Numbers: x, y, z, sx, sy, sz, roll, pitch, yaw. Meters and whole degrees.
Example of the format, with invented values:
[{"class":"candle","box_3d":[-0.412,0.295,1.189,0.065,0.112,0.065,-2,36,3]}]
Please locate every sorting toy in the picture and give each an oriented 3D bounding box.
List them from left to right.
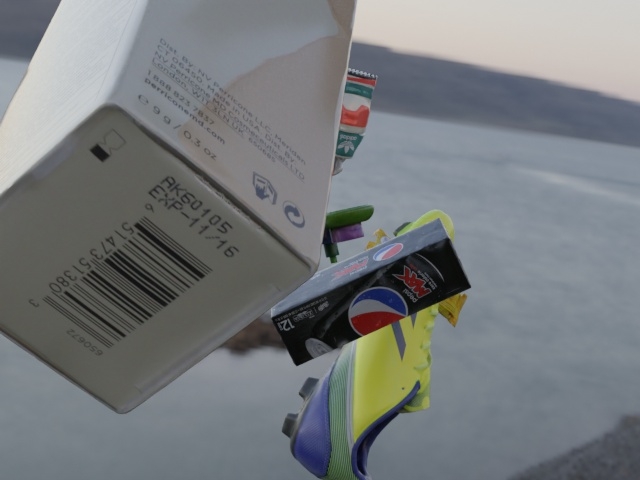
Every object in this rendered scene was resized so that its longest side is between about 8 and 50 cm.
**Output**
[{"class":"sorting toy","box_3d":[0.000,0.000,1.082,0.102,0.042,0.061,-12,1,21]}]

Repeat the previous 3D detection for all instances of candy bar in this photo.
[{"class":"candy bar","box_3d":[0.108,0.041,1.492,0.161,0.040,0.018,37,-18,-32]}]

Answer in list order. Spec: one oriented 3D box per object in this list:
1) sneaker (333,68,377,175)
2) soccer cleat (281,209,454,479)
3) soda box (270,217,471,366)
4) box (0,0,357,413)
[{"class":"sneaker","box_3d":[-0.009,-0.086,1.023,0.057,0.075,0.161,10,-6,-22]},{"class":"soccer cleat","box_3d":[0.074,0.110,1.329,0.121,0.289,0.093,26,-5,24]},{"class":"soda box","box_3d":[0.042,0.044,1.171,0.168,0.053,0.060,-25,19,5]},{"class":"box","box_3d":[-0.074,-0.080,0.702,0.121,0.148,0.311,39,33,-22]}]
